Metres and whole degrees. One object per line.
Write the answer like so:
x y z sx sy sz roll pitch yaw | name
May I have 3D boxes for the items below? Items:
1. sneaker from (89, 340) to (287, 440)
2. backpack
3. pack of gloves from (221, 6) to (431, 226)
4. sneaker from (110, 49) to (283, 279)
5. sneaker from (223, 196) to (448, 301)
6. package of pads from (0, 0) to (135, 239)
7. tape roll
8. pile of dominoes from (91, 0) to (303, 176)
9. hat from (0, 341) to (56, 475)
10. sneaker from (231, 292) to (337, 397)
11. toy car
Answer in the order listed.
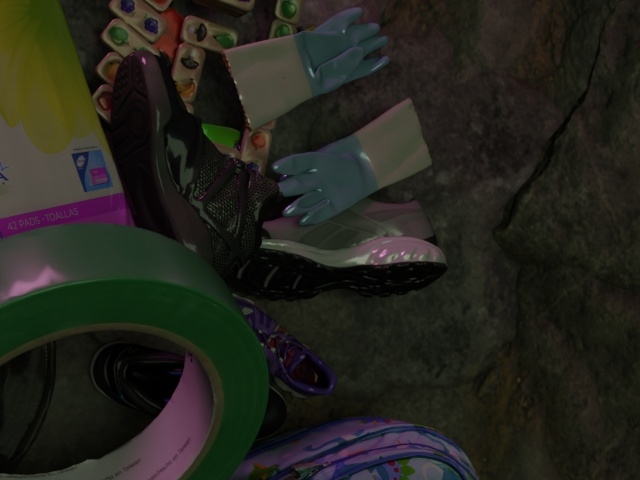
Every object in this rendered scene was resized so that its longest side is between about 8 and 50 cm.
-0.115 0.160 1.046 0.217 0.121 0.079 20 81 -24 | sneaker
0.002 0.321 1.048 0.356 0.273 0.290 -22 90 -37 | backpack
0.003 -0.131 1.115 0.232 0.046 0.195 -28 103 -40 | pack of gloves
-0.118 -0.073 1.010 0.130 0.087 0.227 -18 87 -41 | sneaker
0.000 0.000 1.134 0.272 0.100 0.108 1 62 -22 | sneaker
-0.293 -0.081 0.916 0.229 0.101 0.296 -19 89 -58 | package of pads
-0.203 0.137 0.860 0.321 0.077 0.321 -16 132 -19 | tape roll
-0.114 -0.199 1.045 0.196 0.040 0.251 15 82 -24 | pile of dominoes
-0.378 0.127 0.916 0.331 0.134 0.331 1 88 -27 | hat
-0.050 0.109 1.108 0.170 0.071 0.068 32 75 -21 | sneaker
-0.112 -0.133 1.097 0.239 0.053 0.224 9 85 -25 | toy car
